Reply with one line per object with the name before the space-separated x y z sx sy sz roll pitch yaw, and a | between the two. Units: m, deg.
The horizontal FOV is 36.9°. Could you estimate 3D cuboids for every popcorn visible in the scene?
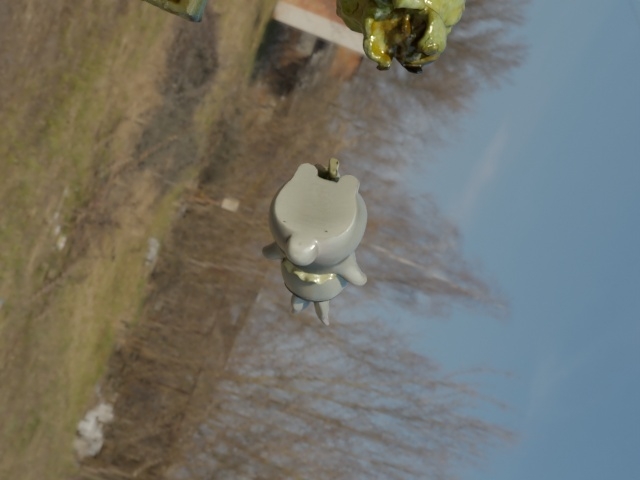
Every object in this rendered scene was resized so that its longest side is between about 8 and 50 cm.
popcorn | 0.094 -0.305 1.223 0.195 0.168 0.173 -60 160 -49

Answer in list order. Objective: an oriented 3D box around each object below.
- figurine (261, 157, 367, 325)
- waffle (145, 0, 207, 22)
figurine | 0.009 0.002 0.750 0.098 0.081 0.146 -48 160 -17
waffle | -0.199 -0.373 0.991 0.055 0.248 0.221 -93 -155 -80
